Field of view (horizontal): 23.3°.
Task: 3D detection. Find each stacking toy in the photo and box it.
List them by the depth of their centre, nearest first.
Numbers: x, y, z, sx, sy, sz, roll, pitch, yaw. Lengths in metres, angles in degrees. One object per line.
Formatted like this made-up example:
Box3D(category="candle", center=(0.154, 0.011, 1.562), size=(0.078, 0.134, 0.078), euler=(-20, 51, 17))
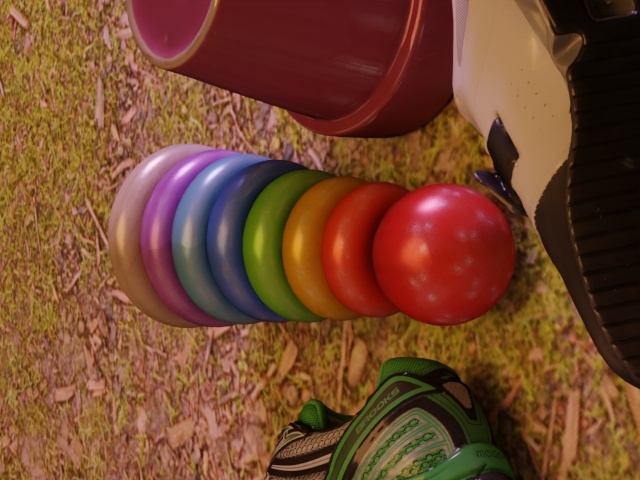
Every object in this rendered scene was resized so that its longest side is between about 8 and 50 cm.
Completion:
Box3D(category="stacking toy", center=(0.000, 0.000, 1.061), size=(0.330, 0.141, 0.141), euler=(2, 91, 48))

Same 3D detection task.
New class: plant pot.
Box3D(category="plant pot", center=(-0.022, -0.172, 1.034), size=(0.201, 0.180, 0.201), euler=(-4, 85, 55))

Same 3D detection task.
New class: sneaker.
Box3D(category="sneaker", center=(0.147, -0.065, 0.869), size=(0.146, 0.123, 0.330), euler=(130, 131, -64))
Box3D(category="sneaker", center=(0.005, 0.198, 1.057), size=(0.343, 0.134, 0.146), euler=(-39, 51, 37))
